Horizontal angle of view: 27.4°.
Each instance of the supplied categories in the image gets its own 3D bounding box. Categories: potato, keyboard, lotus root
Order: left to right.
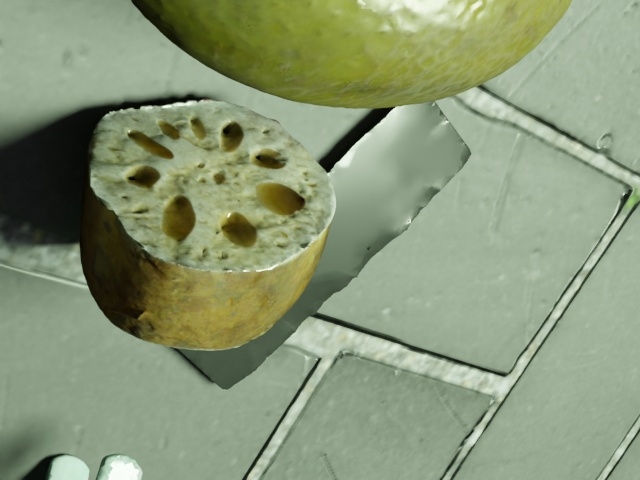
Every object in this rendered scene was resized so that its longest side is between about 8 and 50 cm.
[{"bbox_3d":[-0.055,-0.003,0.618,0.122,0.112,0.081,-8,131,-33],"label":"lotus root"},{"bbox_3d":[-0.001,-0.001,0.729,0.196,0.015,0.074,-44,131,-2],"label":"keyboard"},{"bbox_3d":[0.021,-0.142,0.549,0.174,0.159,0.251,-39,149,28],"label":"potato"}]

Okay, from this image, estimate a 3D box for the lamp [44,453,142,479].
[{"bbox_3d":[-0.185,0.206,0.631,0.301,0.247,0.247,27,62,-32],"label":"lamp"}]
